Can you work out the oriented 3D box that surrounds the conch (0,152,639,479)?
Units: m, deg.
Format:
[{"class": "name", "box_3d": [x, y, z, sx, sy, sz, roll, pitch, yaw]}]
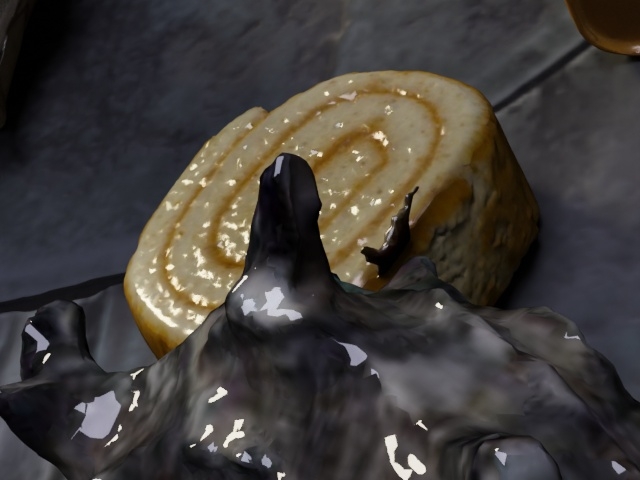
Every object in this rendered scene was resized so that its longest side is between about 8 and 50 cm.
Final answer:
[{"class": "conch", "box_3d": [0.008, 0.127, 0.472, 0.313, 0.186, 0.240, 29, 87, 31]}]

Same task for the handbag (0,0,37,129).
[{"class": "handbag", "box_3d": [-0.181, -0.166, 0.881, 0.183, 0.117, 0.270, 6, 63, 21]}]

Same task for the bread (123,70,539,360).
[{"class": "bread", "box_3d": [0.000, 0.000, 0.663, 0.122, 0.073, 0.149, 19, 60, 41]}]

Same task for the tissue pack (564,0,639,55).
[{"class": "tissue pack", "box_3d": [0.145, -0.240, 0.726, 0.145, 0.194, 0.274, -11, 45, 18]}]
